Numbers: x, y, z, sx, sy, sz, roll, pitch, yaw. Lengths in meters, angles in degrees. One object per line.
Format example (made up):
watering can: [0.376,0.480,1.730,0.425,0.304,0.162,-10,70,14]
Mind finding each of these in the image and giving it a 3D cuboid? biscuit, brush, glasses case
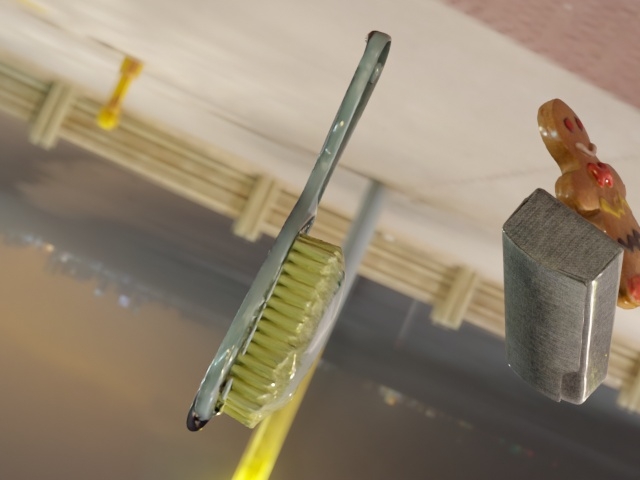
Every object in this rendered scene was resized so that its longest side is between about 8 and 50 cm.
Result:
biscuit: [0.309,-0.045,1.516,0.036,0.250,0.165,-29,172,30]
brush: [0.000,0.000,0.915,0.060,0.297,0.068,24,172,8]
glasses case: [0.160,0.046,0.942,0.071,0.047,0.205,38,162,24]
